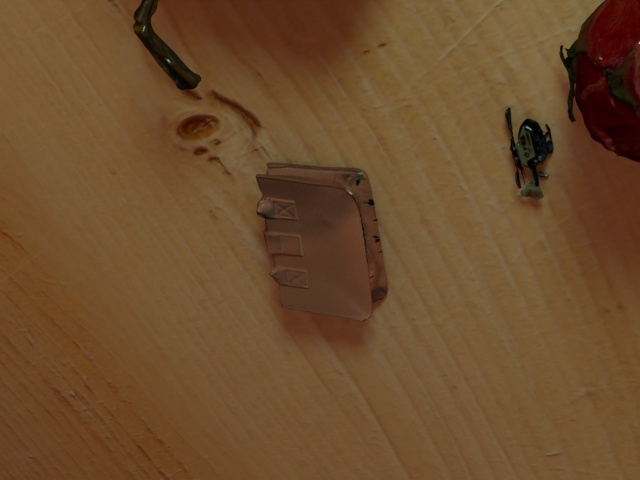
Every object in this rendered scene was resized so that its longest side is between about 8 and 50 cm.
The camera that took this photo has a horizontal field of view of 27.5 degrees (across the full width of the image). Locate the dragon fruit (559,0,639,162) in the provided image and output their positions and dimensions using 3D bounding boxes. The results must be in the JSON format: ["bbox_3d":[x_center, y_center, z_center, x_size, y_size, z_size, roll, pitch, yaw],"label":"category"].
[{"bbox_3d":[0.352,-0.169,1.321,0.233,0.234,0.293,51,163,-13],"label":"dragon fruit"}]

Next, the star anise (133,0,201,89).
[{"bbox_3d":[-0.129,-0.336,1.484,0.237,0.148,0.346,23,118,16],"label":"star anise"}]

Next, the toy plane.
[{"bbox_3d":[0.246,-0.099,1.532,0.049,0.031,0.120,4,124,34],"label":"toy plane"}]

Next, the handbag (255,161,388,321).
[{"bbox_3d":[0.000,0.000,1.732,0.157,0.059,0.212,6,125,25],"label":"handbag"}]
